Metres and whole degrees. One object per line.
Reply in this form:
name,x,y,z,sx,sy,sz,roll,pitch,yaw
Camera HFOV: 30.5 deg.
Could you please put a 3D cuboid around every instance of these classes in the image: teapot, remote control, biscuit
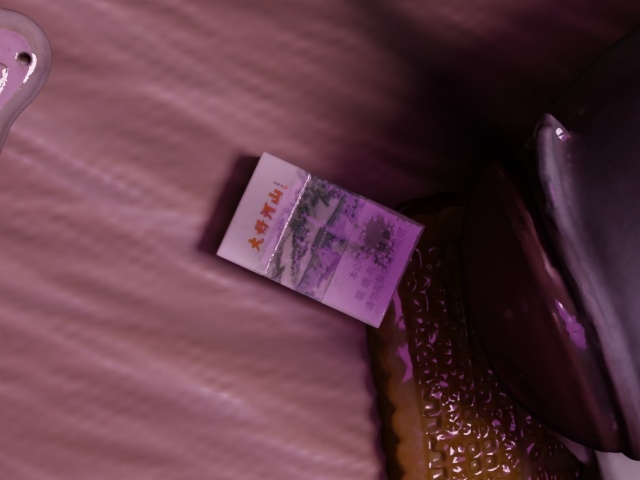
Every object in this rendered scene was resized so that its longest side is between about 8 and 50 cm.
teapot,0.226,0.018,0.519,0.312,0.233,0.315,-20,124,5
remote control,-0.164,-0.046,0.496,0.074,0.032,0.122,21,89,-17
biscuit,0.116,0.095,0.607,0.172,0.029,0.254,-11,98,-16

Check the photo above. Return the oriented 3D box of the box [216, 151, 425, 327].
box,0.000,0.000,0.547,0.083,0.024,0.054,24,89,0
